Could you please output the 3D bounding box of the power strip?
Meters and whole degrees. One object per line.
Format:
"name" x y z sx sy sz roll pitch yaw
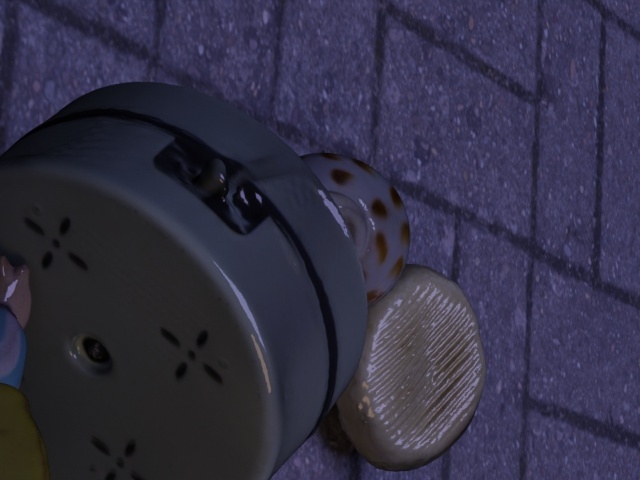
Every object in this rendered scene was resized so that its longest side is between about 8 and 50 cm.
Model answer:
"power strip" -0.134 0.046 1.485 0.161 0.357 0.357 -45 123 -48

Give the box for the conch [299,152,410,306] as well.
"conch" 0.000 0.000 1.898 0.149 0.182 0.275 57 4 32

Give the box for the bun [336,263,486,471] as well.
"bun" 0.078 0.135 2.030 0.222 0.127 0.222 -5 98 -38

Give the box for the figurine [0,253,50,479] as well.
"figurine" -0.324 0.255 1.362 0.361 0.266 0.378 -83 -175 -56
